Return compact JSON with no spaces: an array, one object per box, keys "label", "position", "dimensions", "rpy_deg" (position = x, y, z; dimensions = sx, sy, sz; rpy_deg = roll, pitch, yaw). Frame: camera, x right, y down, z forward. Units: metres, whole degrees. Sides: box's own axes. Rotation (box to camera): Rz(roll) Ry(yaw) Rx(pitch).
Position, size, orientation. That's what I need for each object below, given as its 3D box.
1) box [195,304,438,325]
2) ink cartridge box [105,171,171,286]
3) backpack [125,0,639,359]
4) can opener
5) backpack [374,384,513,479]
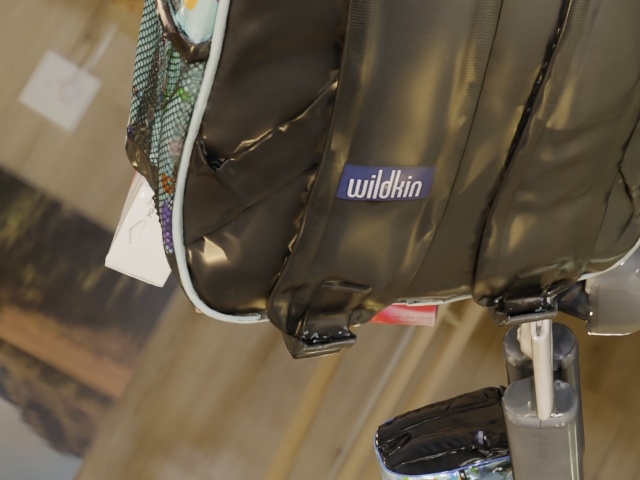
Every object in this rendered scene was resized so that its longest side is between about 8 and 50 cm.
[{"label":"box","position":[0.000,0.000,1.611],"dimensions":[0.257,0.128,0.122],"rpy_deg":[3,-150,8]},{"label":"ink cartridge box","position":[-0.133,-0.041,1.339],"dimensions":[0.056,0.099,0.135],"rpy_deg":[24,-143,-11]},{"label":"backpack","position":[0.041,-0.107,0.591],"dimensions":[0.225,0.191,0.253],"rpy_deg":[-5,140,-18]},{"label":"can opener","position":[0.157,0.087,0.929],"dimensions":[0.095,0.076,0.283],"rpy_deg":[-1,148,11]},{"label":"backpack","position":[0.104,0.177,1.204],"dimensions":[0.105,0.114,0.084],"rpy_deg":[-106,4,-67]}]
